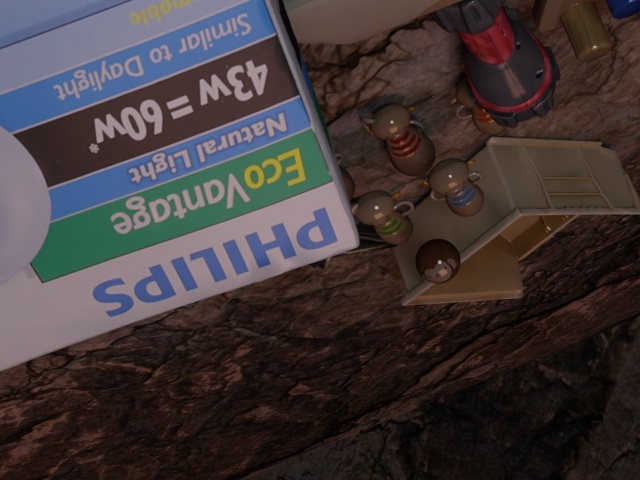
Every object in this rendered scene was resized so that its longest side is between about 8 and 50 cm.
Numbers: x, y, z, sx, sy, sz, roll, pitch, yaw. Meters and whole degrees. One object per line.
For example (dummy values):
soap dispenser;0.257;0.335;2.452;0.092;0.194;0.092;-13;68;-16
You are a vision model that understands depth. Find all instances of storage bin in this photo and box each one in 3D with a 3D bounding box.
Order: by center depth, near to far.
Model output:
storage bin;0.270;-0.023;1.688;0.260;0.123;0.262;-1;151;-36

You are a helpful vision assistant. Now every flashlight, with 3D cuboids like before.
flashlight;0.170;-0.205;1.203;0.103;0.103;0.304;15;174;22

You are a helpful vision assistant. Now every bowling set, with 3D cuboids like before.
bowling set;0.118;-0.063;1.396;0.287;0.199;0.154;-27;155;10

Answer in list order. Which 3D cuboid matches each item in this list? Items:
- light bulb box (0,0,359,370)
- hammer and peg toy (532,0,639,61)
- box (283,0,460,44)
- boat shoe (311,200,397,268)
light bulb box;-0.205;-0.129;0.745;0.358;0.225;0.361;-20;124;4
hammer and peg toy;0.319;-0.299;1.039;0.266;0.127;0.361;-18;165;-1
box;0.064;-0.246;0.850;0.121;0.147;0.311;-4;177;-37
boat shoe;0.000;0.000;1.595;0.224;0.073;0.080;-13;157;-14
